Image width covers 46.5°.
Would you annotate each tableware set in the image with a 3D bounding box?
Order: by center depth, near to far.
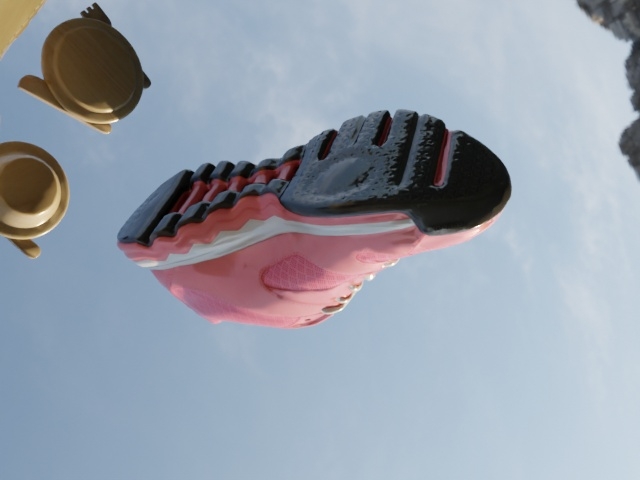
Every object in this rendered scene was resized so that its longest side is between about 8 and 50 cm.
[{"bbox_3d":[-0.178,-0.083,0.406,0.141,0.020,0.168,40,-121,-29],"label":"tableware set"}]

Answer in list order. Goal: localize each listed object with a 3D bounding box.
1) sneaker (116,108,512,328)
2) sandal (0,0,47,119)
[{"bbox_3d":[0.000,0.000,0.558,0.136,0.314,0.116,59,-141,-31],"label":"sneaker"},{"bbox_3d":[-0.166,-0.125,0.337,0.079,0.088,0.240,18,-107,-13],"label":"sandal"}]
